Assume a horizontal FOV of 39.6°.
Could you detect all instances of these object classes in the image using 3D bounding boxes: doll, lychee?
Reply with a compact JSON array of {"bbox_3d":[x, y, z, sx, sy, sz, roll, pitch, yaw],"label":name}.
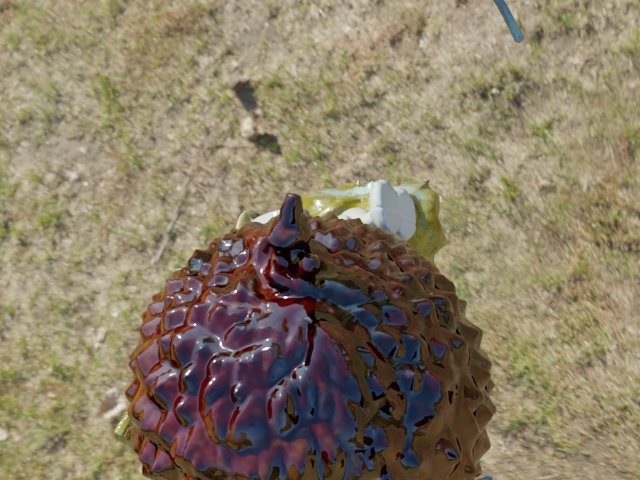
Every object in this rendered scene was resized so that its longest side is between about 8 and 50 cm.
[{"bbox_3d":[-0.010,-0.009,1.290,0.271,0.208,0.144,-43,40,49],"label":"doll"},{"bbox_3d":[-0.013,0.157,1.004,0.424,0.500,0.425,-9,34,6],"label":"lychee"}]

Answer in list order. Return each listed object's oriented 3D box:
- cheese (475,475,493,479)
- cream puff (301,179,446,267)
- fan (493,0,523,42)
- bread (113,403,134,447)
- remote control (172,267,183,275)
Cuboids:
[{"bbox_3d":[0.296,0.465,1.525,0.095,0.038,0.145,-20,35,2],"label":"cheese"},{"bbox_3d":[0.062,0.036,1.539,0.323,0.274,0.270,2,102,56],"label":"cream puff"},{"bbox_3d":[0.094,-0.177,0.547,0.085,0.133,0.005,-40,26,-4],"label":"fan"},{"bbox_3d":[-0.297,0.285,1.439,0.035,0.090,0.094,27,66,3],"label":"bread"},{"bbox_3d":[-0.222,0.136,1.829,0.296,0.140,0.056,-126,38,-60],"label":"remote control"}]
